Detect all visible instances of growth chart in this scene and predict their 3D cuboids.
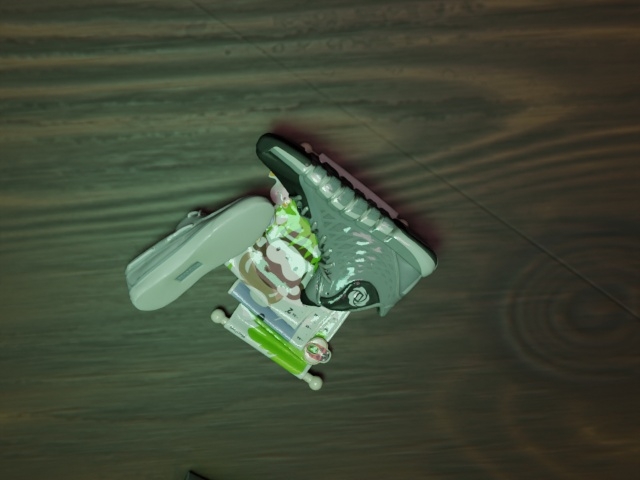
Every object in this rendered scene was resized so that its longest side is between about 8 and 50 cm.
[{"bbox_3d":[-0.018,0.027,0.932,0.172,0.021,0.237,30,98,-5],"label":"growth chart"}]

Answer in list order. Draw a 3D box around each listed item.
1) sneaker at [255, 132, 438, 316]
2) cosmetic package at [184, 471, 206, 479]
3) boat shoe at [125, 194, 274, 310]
[{"bbox_3d":[0.000,0.000,0.875,0.229,0.086,0.132,38,100,-6],"label":"sneaker"},{"bbox_3d":[-0.072,0.370,0.940,0.238,0.127,0.107,28,101,-7],"label":"cosmetic package"},{"bbox_3d":[-0.134,0.002,0.907,0.184,0.066,0.063,-40,59,13],"label":"boat shoe"}]
